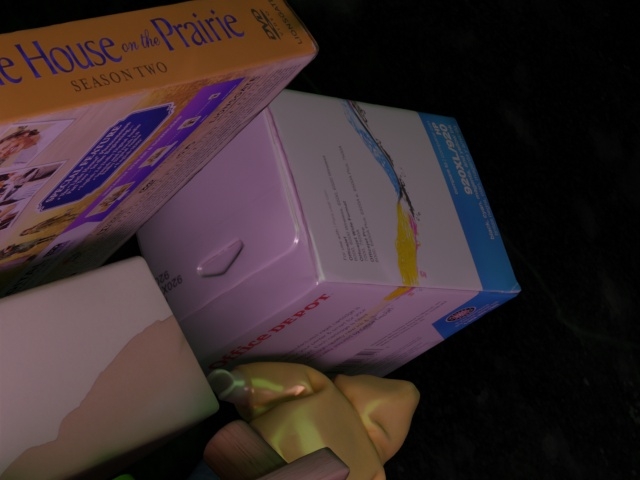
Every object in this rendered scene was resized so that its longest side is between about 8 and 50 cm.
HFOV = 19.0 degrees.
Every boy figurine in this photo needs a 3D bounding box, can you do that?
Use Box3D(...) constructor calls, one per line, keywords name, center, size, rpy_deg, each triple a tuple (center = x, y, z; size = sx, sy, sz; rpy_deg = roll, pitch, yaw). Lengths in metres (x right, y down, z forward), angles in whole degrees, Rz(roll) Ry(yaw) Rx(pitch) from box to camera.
Box3D(name="boy figurine", center=(-0.022, 0.163, 1.420), size=(0.177, 0.092, 0.285), rpy_deg=(55, 36, -1))

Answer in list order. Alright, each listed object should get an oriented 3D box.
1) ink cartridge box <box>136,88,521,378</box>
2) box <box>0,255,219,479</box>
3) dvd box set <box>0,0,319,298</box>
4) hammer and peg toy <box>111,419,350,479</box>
Box3D(name="ink cartridge box", center=(0.000, 0.000, 1.496), size=(0.233, 0.171, 0.168), rpy_deg=(5, 60, -47))
Box3D(name="box", center=(-0.226, 0.120, 1.180), size=(0.311, 0.148, 0.121), rpy_deg=(-20, 80, -51))
Box3D(name="dvd box set", center=(-0.225, -0.019, 1.150), size=(0.420, 0.307, 0.062), rpy_deg=(-20, 73, -52))
Box3D(name="hammer and peg toy", center=(-0.148, 0.259, 1.092), size=(0.127, 0.266, 0.361), rpy_deg=(43, 33, 20))
